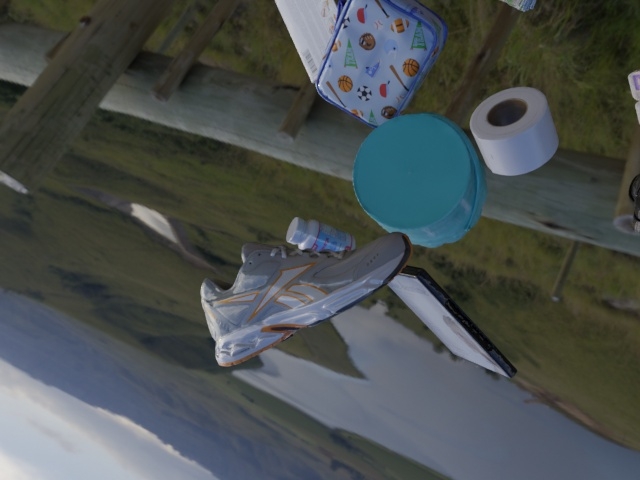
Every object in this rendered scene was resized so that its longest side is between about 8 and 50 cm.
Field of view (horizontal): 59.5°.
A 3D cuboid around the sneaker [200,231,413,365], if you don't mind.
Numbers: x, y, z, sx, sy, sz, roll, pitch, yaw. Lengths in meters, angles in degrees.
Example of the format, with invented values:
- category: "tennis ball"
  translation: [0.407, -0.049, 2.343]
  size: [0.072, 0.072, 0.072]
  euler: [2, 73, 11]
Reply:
- category: "sneaker"
  translation: [-0.028, 0.039, 0.624]
  size: [0.121, 0.262, 0.099]
  euler: [63, -166, 6]

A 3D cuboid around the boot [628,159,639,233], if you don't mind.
- category: "boot"
  translation: [0.703, -0.158, 1.160]
  size: [0.091, 0.263, 0.229]
  euler: [5, 124, 25]

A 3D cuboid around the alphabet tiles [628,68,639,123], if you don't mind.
- category: "alphabet tiles"
  translation: [0.791, -0.307, 1.173]
  size: [0.284, 0.021, 0.278]
  euler: [18, 135, 64]

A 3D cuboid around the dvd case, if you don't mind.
- category: "dvd case"
  translation: [0.209, 0.132, 0.973]
  size: [0.253, 0.022, 0.180]
  euler: [46, 169, -14]

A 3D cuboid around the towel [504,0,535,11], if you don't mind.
- category: "towel"
  translation: [0.345, -0.451, 0.939]
  size: [0.023, 0.113, 0.152]
  euler: [17, -152, -12]

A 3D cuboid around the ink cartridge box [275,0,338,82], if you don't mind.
- category: "ink cartridge box"
  translation: [0.008, -0.611, 1.524]
  size: [0.239, 0.060, 0.275]
  euler: [-27, 85, 47]

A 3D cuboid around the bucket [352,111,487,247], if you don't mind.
- category: "bucket"
  translation: [0.209, -0.127, 1.189]
  size: [0.281, 0.281, 0.183]
  euler: [21, -179, 22]

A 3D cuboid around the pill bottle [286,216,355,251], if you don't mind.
- category: "pill bottle"
  translation: [0.000, 0.000, 1.398]
  size: [0.160, 0.087, 0.087]
  euler: [21, 165, -20]

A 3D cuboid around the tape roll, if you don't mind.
- category: "tape roll"
  translation: [0.632, -0.357, 1.828]
  size: [0.246, 0.246, 0.169]
  euler: [11, 150, 42]

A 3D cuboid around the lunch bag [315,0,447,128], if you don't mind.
- category: "lunch bag"
  translation: [0.128, -0.422, 1.265]
  size: [0.243, 0.115, 0.303]
  euler: [34, 132, 5]
